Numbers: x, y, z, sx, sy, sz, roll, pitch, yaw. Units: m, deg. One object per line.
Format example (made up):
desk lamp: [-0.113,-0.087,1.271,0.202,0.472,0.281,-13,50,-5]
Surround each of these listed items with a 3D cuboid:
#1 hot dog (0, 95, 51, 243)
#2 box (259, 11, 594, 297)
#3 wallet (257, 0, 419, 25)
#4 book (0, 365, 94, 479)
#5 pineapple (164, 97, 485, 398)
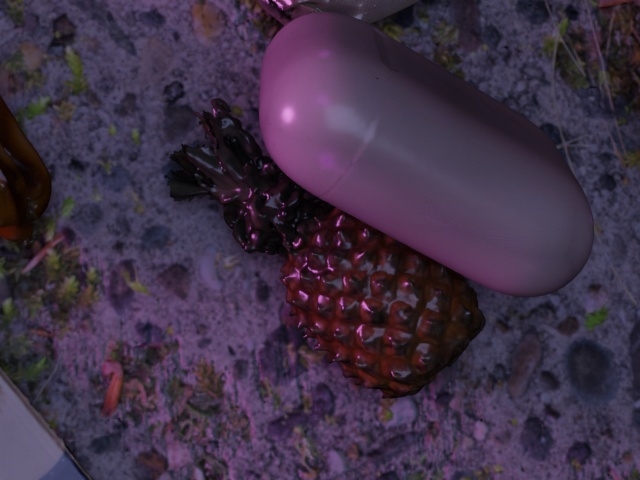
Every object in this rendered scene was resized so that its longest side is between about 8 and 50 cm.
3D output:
hot dog: [-0.385,-0.138,1.329,0.100,0.135,0.337,-33,90,11]
box: [0.100,-0.088,1.312,0.349,0.288,0.141,29,110,-13]
wallet: [0.013,-0.370,1.447,0.275,0.068,0.335,-33,84,-14]
book: [-0.394,0.274,1.330,0.300,0.039,0.428,-40,91,-10]
pineapple: [0.000,0.000,1.358,0.175,0.175,0.361,-43,89,-10]
